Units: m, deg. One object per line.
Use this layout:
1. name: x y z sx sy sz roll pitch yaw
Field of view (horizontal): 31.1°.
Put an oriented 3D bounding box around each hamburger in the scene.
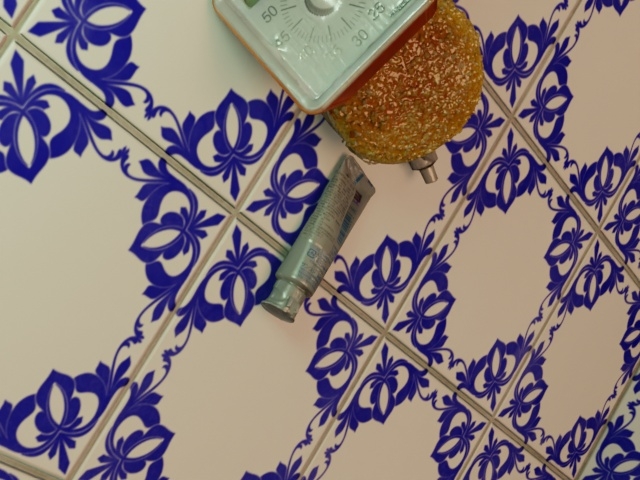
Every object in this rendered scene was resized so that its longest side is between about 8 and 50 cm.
1. hamburger: 0.126 -0.270 1.862 0.302 0.170 0.302 -15 123 -25

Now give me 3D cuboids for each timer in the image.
1. timer: 0.008 -0.350 1.663 0.257 0.250 0.161 -44 178 13

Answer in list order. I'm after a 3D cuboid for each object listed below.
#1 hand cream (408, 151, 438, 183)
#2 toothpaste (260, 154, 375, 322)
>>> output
1. hand cream: 0.163 -0.216 2.047 0.084 0.050 0.257 -38 122 -29
2. toothpaste: 0.000 0.000 1.969 0.299 0.073 0.114 -59 137 -19
